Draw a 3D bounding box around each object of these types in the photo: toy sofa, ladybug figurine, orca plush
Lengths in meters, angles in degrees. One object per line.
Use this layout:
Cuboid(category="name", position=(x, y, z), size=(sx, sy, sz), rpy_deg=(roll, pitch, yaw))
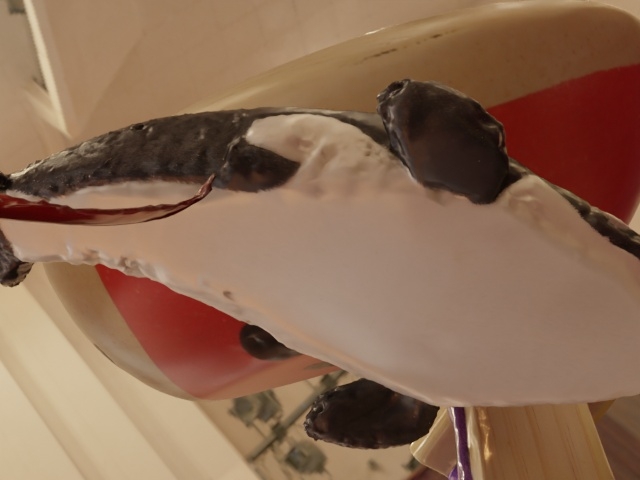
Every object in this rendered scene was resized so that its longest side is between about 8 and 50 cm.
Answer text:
Cuboid(category="toy sofa", position=(0.131, 0.201, 0.711), size=(0.177, 0.362, 0.150), rpy_deg=(27, -69, -9))
Cuboid(category="ladybug figurine", position=(0.023, -0.009, 0.678), size=(0.449, 0.162, 0.305), rpy_deg=(-22, -15, 24))
Cuboid(category="orca plush", position=(0.000, 0.000, 0.432), size=(0.102, 0.287, 0.151), rpy_deg=(-64, -32, -64))

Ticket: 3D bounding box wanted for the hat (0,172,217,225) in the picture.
Cuboid(category="hat", position=(-0.176, 0.006, 0.271), size=(0.173, 0.208, 0.183), rpy_deg=(-58, -1, 9))
